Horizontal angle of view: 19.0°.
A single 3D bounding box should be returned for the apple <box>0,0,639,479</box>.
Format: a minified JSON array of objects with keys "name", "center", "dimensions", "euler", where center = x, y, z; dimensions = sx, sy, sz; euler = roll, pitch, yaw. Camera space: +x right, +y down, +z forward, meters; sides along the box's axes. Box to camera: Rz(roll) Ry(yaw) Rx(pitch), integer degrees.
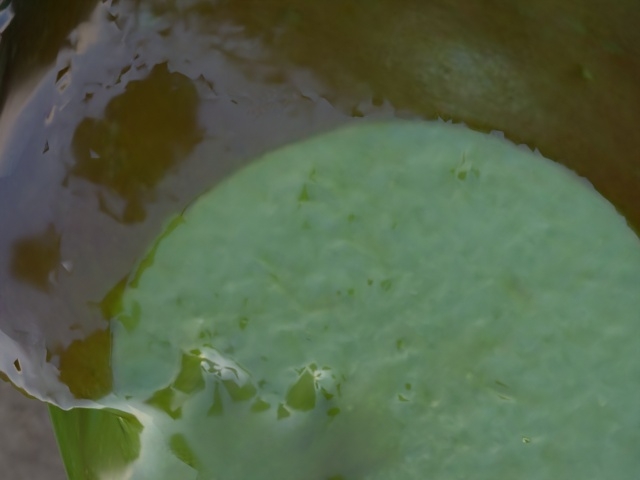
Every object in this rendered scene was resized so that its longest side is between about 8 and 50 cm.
[{"name":"apple","center":[0.000,0.000,0.827],"dimensions":[0.374,0.384,0.374],"euler":[22,163,7]}]
